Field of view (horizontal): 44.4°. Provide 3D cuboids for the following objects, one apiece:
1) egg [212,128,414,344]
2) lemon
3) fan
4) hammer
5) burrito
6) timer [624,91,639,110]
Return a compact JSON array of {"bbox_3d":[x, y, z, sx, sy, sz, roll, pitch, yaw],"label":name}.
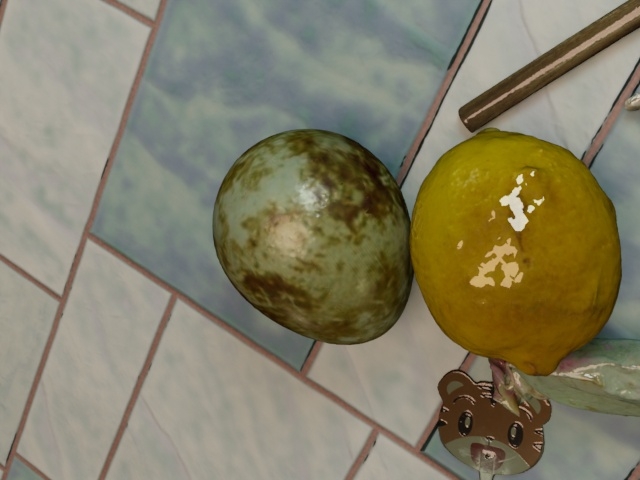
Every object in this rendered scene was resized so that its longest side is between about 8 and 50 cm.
[{"bbox_3d":[0.000,0.000,0.976,0.238,0.238,0.289,-26,114,27],"label":"egg"},{"bbox_3d":[0.216,0.010,0.880,0.234,0.234,0.288,-20,72,27],"label":"lemon"},{"bbox_3d":[0.225,0.290,1.060,0.153,0.008,0.226,8,103,22],"label":"fan"},{"bbox_3d":[0.318,-0.230,0.890,0.365,0.043,0.111,-31,89,29],"label":"hammer"},{"bbox_3d":[0.317,0.159,0.936,0.229,0.089,0.144,1,145,24],"label":"burrito"},{"bbox_3d":[0.452,-0.090,0.816,0.175,0.175,0.266,-41,65,26],"label":"timer"}]
